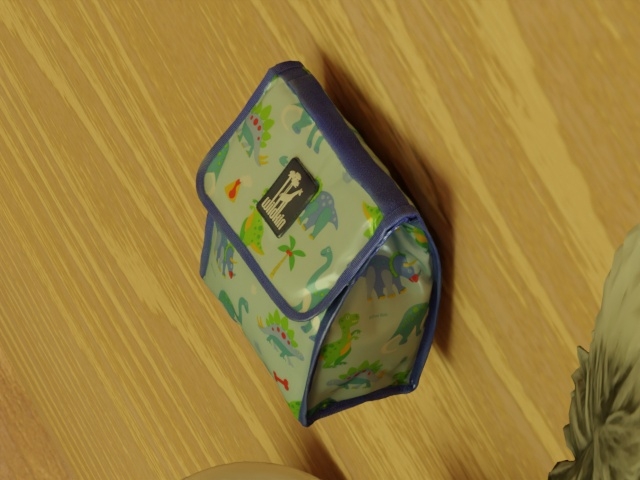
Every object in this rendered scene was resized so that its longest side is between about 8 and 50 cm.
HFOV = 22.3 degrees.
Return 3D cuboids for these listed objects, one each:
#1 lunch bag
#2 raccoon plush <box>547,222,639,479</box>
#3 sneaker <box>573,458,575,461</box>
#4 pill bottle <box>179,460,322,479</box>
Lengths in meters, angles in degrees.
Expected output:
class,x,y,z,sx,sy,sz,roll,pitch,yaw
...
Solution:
class,x,y,z,sx,sy,sz,roll,pitch,yaw
lunch bag,0.000,0.000,0.854,0.129,0.096,0.151,53,145,35
raccoon plush,0.215,0.234,0.502,0.216,0.299,0.446,-145,67,-77
sneaker,0.130,0.128,0.739,0.070,0.051,0.134,63,158,5
pill bottle,-0.059,0.329,1.279,0.204,0.204,0.361,55,161,22
